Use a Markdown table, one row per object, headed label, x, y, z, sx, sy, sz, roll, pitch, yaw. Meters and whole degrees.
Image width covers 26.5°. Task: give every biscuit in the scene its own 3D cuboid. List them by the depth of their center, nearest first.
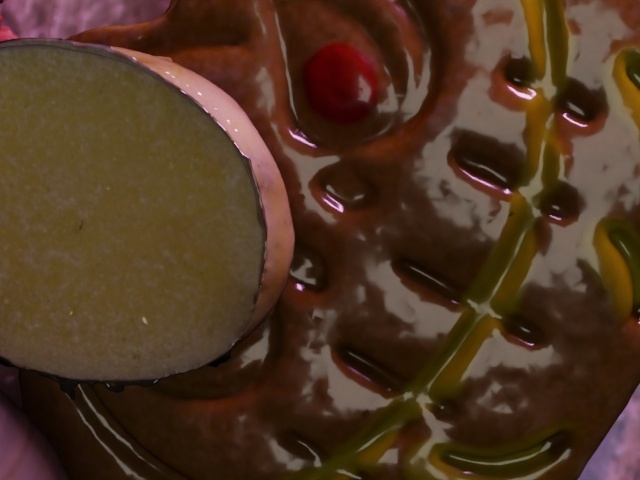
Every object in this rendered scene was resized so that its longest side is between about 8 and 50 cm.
| label | x | y | z | sx | sy | sz | roll | pitch | yaw |
| --- | --- | --- | --- | --- | --- | --- | --- | --- | --- |
| biscuit | -0.002 | 0.001 | 0.680 | 0.350 | 0.070 | 0.394 | 25 | 102 | 5 |

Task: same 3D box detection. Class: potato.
| label | x | y | z | sx | sy | sz | roll | pitch | yaw |
| --- | --- | --- | --- | --- | --- | --- | --- | --- | --- |
| potato | -0.104 | -0.015 | 0.633 | 0.200 | 0.081 | 0.164 | 10 | 105 | 16 |

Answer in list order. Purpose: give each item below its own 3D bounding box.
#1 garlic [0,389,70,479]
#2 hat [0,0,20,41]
| label | x | y | z | sx | sy | sz | roll | pitch | yaw |
| --- | --- | --- | --- | --- | --- | --- | --- | --- | --- |
| garlic | -0.247 | 0.171 | 0.638 | 0.317 | 0.259 | 0.318 | 2 | 86 | -25 |
| hat | -0.291 | -0.134 | 0.665 | 0.286 | 0.107 | 0.237 | 18 | 106 | 0 |
